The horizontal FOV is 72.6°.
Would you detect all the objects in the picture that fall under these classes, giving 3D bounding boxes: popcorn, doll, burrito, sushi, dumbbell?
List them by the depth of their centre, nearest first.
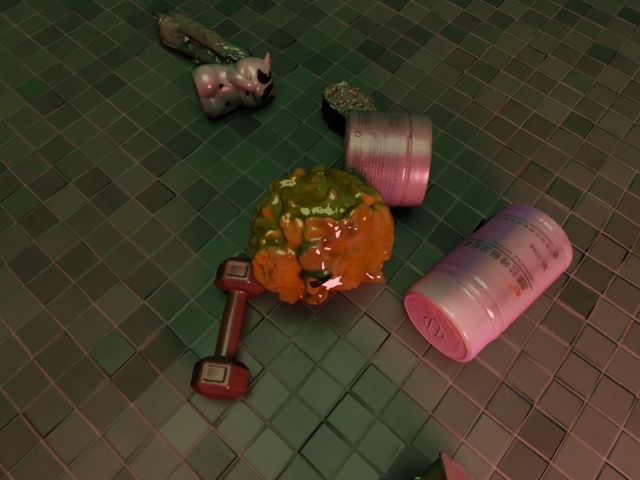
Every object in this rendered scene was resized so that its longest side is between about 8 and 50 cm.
[{"bbox_3d":[0.004,-0.001,0.710,0.249,0.249,0.225,-24,34,-12],"label":"popcorn"},{"bbox_3d":[-0.150,0.143,0.730,0.092,0.082,0.231,6,64,3],"label":"dumbbell"},{"bbox_3d":[0.066,-0.275,0.939,0.090,0.078,0.150,-35,69,-16],"label":"sushi"},{"bbox_3d":[-0.188,-0.338,0.948,0.180,0.110,0.107,-12,44,-5],"label":"doll"},{"bbox_3d":[-0.284,-0.471,1.035,0.309,0.066,0.096,33,63,13],"label":"burrito"}]

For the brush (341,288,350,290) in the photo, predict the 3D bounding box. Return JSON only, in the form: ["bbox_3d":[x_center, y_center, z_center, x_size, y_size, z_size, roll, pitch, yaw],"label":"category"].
[{"bbox_3d":[0.014,0.086,0.796,0.083,0.019,0.021,-10,55,-6],"label":"brush"}]

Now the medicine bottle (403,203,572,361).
[{"bbox_3d":[0.279,0.068,0.735,0.254,0.152,0.152,-37,70,-18],"label":"medicine bottle"}]

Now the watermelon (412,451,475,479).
[{"bbox_3d":[0.148,0.491,0.517,0.222,0.319,0.292,-29,23,16],"label":"watermelon"}]

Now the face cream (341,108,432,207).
[{"bbox_3d":[0.118,-0.154,0.826,0.152,0.177,0.177,6,64,2],"label":"face cream"}]
